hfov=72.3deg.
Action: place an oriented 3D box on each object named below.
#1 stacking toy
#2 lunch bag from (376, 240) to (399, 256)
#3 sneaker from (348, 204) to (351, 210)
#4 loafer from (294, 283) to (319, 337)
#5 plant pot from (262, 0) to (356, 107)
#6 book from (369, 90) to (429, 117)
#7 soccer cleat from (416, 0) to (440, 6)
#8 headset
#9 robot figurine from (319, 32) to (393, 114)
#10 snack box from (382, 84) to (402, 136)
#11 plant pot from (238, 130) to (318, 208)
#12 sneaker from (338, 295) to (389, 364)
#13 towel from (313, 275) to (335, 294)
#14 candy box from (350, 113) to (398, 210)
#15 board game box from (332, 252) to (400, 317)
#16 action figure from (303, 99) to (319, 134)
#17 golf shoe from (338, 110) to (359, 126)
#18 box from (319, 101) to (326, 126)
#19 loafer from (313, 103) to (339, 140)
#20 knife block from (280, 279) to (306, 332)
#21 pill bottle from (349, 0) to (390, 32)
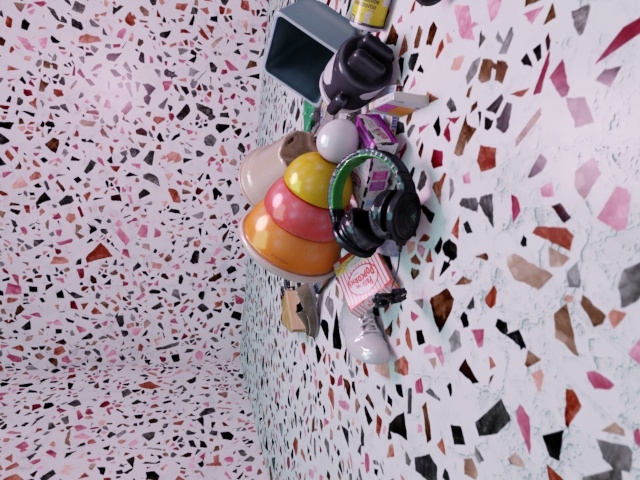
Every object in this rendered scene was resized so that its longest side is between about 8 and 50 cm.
[{"bbox_3d":[-0.010,-0.138,1.308,0.479,0.351,0.350,-60,31,33],"label":"stacking toy"},{"bbox_3d":[0.183,-0.002,1.196,0.071,0.053,0.083,-157,79,-69],"label":"lunch bag"},{"bbox_3d":[0.051,-0.157,1.551,0.221,0.087,0.127,-165,76,-70],"label":"sneaker"},{"bbox_3d":[-0.062,0.287,1.799,0.094,0.088,0.250,-136,38,-66],"label":"loafer"},{"bbox_3d":[-0.012,-0.674,1.517,0.252,0.247,0.247,-55,0,-32],"label":"plant pot"},{"bbox_3d":[0.196,-0.347,1.118,0.144,0.097,0.035,-162,75,-70],"label":"book"},{"bbox_3d":[0.276,-0.678,0.936,0.116,0.109,0.318,-79,1,-56],"label":"soccer cleat"},{"bbox_3d":[0.126,-0.035,1.076,0.244,0.185,0.393,-27,77,41],"label":"headset"},{"bbox_3d":[0.100,-0.487,1.291,0.173,0.209,0.278,69,160,-2],"label":"robot figurine"},{"bbox_3d":[0.196,-0.343,1.235,0.064,0.022,0.178,-137,52,-68],"label":"snack box"},{"bbox_3d":[-0.127,-0.291,1.798,0.306,0.334,0.333,-25,64,57],"label":"plant pot"},{"bbox_3d":[0.121,0.223,1.273,0.292,0.108,0.169,-135,47,-67],"label":"sneaker"},{"bbox_3d":[0.000,0.000,1.761,0.271,0.040,0.369,121,146,-57],"label":"towel"},{"bbox_3d":[0.141,-0.221,1.259,0.159,0.071,0.233,-110,19,-44],"label":"candy box"},{"bbox_3d":[0.125,0.101,1.249,0.147,0.045,0.193,-39,40,15],"label":"board game box"},{"bbox_3d":[-0.043,-0.499,1.897,0.137,0.064,0.231,179,97,-70],"label":"action figure"},{"bbox_3d":[0.094,-0.390,1.456,0.086,0.069,0.176,-46,34,44],"label":"golf shoe"},{"bbox_3d":[0.036,-0.507,1.668,0.054,0.059,0.168,-158,70,-69],"label":"box"},{"bbox_3d":[0.032,-0.383,1.585,0.112,0.112,0.318,168,103,-71],"label":"loafer"},{"bbox_3d":[-0.119,0.279,2.008,0.276,0.088,0.241,-173,85,-72],"label":"knife block"},{"bbox_3d":[0.154,-0.711,1.266,0.103,0.103,0.184,-111,29,-49],"label":"pill bottle"}]
